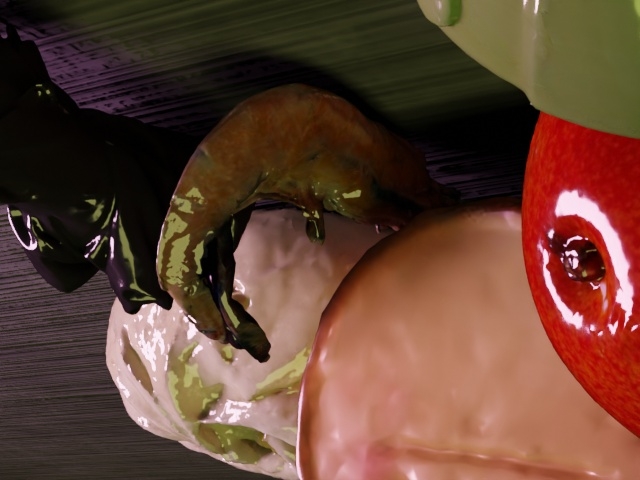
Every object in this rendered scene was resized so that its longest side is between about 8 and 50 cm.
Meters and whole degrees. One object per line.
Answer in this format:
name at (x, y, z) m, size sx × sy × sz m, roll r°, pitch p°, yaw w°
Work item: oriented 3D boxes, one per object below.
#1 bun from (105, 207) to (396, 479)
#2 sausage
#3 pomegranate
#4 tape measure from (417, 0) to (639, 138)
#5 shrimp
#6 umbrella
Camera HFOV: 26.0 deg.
bun at (-0.021, 0.085, 0.966) m, size 0.259 × 0.160 × 0.259 m, roll 1°, pitch 162°, yaw 0°
sausage at (0.162, 0.102, 0.792) m, size 0.233 × 0.233 × 0.287 m, roll -10°, pitch 168°, yaw 36°
pomegranate at (0.203, -0.017, 0.541) m, size 0.257 × 0.221 × 0.221 m, roll -22°, pitch 165°, yaw -11°
tape measure at (0.103, -0.109, 0.367) m, size 0.200 × 0.175 × 0.106 m, roll 8°, pitch 141°, yaw 7°
shrimp at (0.000, 0.000, 0.759) m, size 0.046 × 0.152 × 0.219 m, roll 36°, pitch -168°, yaw 39°
umbrella at (-0.158, -0.053, 0.679) m, size 0.118 × 0.118 × 0.340 m, roll -6°, pitch 157°, yaw 29°
